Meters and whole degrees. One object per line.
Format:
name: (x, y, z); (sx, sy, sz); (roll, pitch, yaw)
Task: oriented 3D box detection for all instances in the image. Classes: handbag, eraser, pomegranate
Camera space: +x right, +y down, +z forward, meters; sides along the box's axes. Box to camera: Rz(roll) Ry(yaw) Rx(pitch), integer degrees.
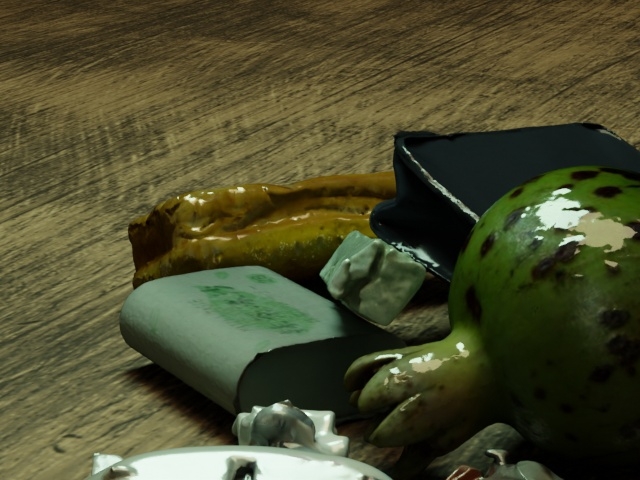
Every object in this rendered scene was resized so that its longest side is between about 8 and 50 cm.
handbag: (0.234, -0.001, 1.605); (0.326, 0.118, 0.269); (-9, 38, -41)
eraser: (-0.053, 0.091, 1.488); (0.174, 0.081, 0.227); (-4, 17, -31)
pomegranate: (0.169, 0.066, 1.317); (0.306, 0.242, 0.242); (-11, 15, 11)

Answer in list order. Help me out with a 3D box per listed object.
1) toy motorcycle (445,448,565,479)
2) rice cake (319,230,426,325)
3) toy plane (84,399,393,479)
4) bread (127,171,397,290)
toy motorcycle: (0.157, 0.190, 1.147); (0.213, 0.084, 0.118); (-1, 14, -25)
rice cake: (0.040, 0.030, 1.470); (0.063, 0.066, 0.336); (38, -1, -1)
toy plane: (-0.056, 0.193, 1.108); (0.245, 0.117, 0.244); (0, 34, 0)
bread: (0.000, 0.000, 1.730); (0.381, 0.109, 0.185); (-6, -11, -24)
